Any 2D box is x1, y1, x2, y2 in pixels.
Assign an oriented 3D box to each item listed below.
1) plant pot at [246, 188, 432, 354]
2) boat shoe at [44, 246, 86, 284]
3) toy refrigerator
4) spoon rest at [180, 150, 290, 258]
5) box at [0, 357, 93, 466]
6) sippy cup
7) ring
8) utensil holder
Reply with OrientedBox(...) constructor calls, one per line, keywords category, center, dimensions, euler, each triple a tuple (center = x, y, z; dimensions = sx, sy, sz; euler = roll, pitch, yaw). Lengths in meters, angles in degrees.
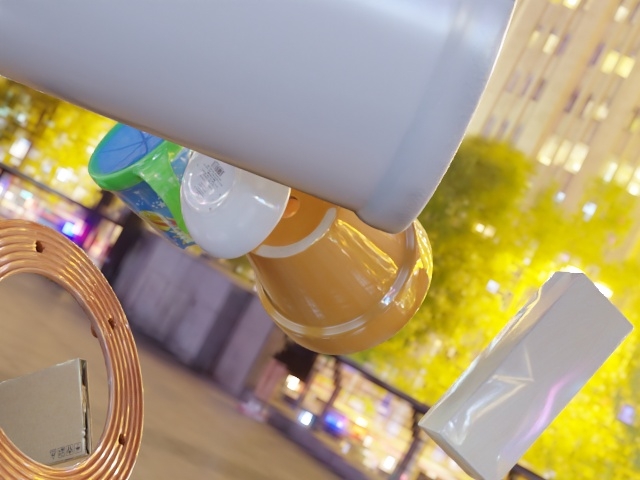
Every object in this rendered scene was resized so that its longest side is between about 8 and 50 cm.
OrientedBox(category="plant pot", center=(0.000, 0.000, 1.465), dimensions=(0.205, 0.205, 0.188), euler=(27, -12, 33))
OrientedBox(category="boat shoe", center=(-0.342, 0.036, 1.728), dimensions=(0.049, 0.056, 0.152), euler=(46, 8, 16))
OrientedBox(category="toy refrigerator", center=(0.254, 0.169, 1.634), dimensions=(0.102, 0.269, 0.094), euler=(45, -11, -10))
OrientedBox(category="spoon rest", center=(-0.120, -0.095, 1.368), dimensions=(0.084, 0.137, 0.276), euler=(20, 27, -53))
OrientedBox(category="box", center=(-0.464, 0.297, 2.186), dimensions=(0.201, 0.164, 0.021), euler=(-19, -22, 30))
OrientedBox(category="sippy cup", center=(-0.265, -0.115, 2.384), dimensions=(0.240, 0.305, 0.224), euler=(-17, -55, 33))
OrientedBox(category="ring", center=(-0.305, 0.141, 1.424), dimensions=(0.032, 0.337, 0.336), euler=(-18, -25, 25))
OrientedBox(category="utensil holder", center=(-0.059, -0.222, 1.074), dimensions=(0.385, 0.328, 0.327), euler=(20, -1, -7))
